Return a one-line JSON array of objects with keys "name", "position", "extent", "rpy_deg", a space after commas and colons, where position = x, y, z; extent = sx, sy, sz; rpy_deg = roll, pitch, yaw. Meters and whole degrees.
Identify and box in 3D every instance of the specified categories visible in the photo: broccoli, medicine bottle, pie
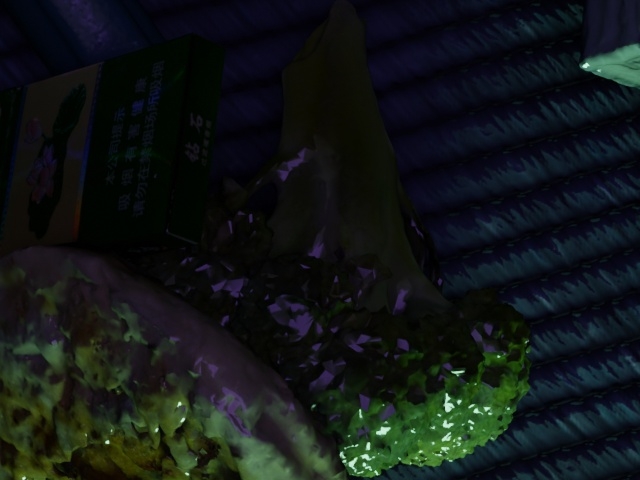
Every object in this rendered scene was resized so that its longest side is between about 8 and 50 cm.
[{"name": "broccoli", "position": [-0.017, 0.030, 1.281], "extent": [0.254, 0.186, 0.302], "rpy_deg": [-20, 68, -37]}, {"name": "medicine bottle", "position": [-0.183, -0.180, 1.298], "extent": [0.079, 0.124, 0.258], "rpy_deg": [-38, 105, -10]}, {"name": "pie", "position": [-0.105, 0.149, 1.211], "extent": [0.339, 0.339, 0.077], "rpy_deg": [49, 51, -4]}]

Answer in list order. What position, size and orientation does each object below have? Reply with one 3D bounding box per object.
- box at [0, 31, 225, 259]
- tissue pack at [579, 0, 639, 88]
[{"name": "box", "position": [-0.157, -0.046, 1.231], "extent": [0.034, 0.235, 0.132], "rpy_deg": [21, 68, -42]}, {"name": "tissue pack", "position": [0.327, -0.188, 1.277], "extent": [0.316, 0.103, 0.228], "rpy_deg": [15, 76, -29]}]
